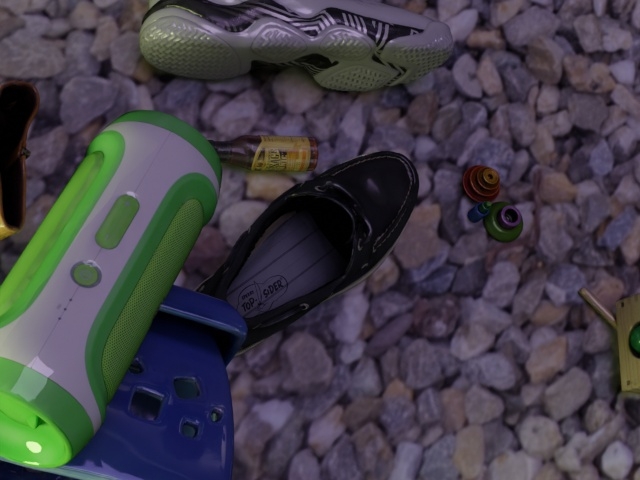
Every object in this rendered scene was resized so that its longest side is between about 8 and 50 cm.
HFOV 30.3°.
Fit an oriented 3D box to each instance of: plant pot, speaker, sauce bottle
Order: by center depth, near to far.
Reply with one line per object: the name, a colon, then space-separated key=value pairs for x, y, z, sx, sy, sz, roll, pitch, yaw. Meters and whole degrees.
speaker: x=-0.184 y=0.031 z=0.959 sx=0.131 sy=0.131 sz=0.296 roll=29 pitch=52 yaw=-7
plant pot: x=-0.203 y=0.154 z=1.092 sx=0.236 sy=0.236 sz=0.212 roll=18 pitch=59 yaw=-12
sauce bottle: x=-0.068 y=-0.098 z=1.330 sx=0.128 sy=0.042 sz=0.042 roll=-2 pitch=72 yaw=-17

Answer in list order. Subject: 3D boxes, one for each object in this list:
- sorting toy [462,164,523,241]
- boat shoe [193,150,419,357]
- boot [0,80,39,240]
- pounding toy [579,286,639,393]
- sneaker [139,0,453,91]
sorting toy: x=0.206 y=-0.046 z=1.404 sx=0.061 sy=0.042 sz=0.102 roll=-33 pitch=85 yaw=-26
boat shoe: x=-0.003 y=-0.003 z=1.276 sx=0.340 sy=0.113 sz=0.127 roll=-33 pitch=84 yaw=-26
boot: x=-0.328 y=0.026 z=1.061 sx=0.096 sy=0.280 sz=0.264 roll=23 pitch=58 yaw=-36
pounding toy: x=0.393 y=0.115 z=1.392 sx=0.141 sy=0.100 sz=0.130 roll=11 pitch=68 yaw=-27
sneaker: x=-0.025 y=-0.294 z=1.359 sx=0.366 sy=0.137 sz=0.210 roll=1 pitch=74 yaw=-15
